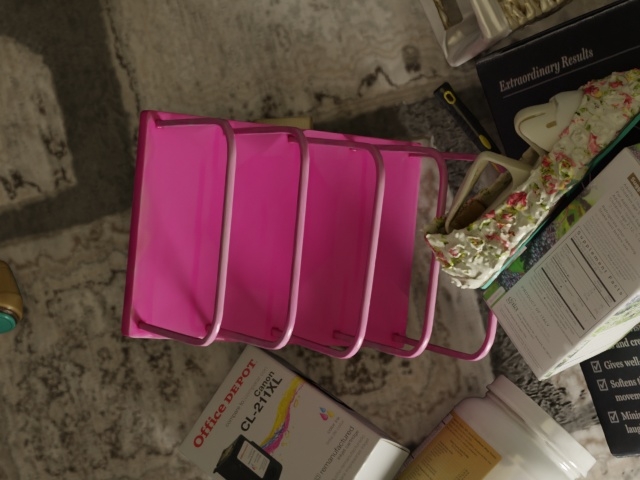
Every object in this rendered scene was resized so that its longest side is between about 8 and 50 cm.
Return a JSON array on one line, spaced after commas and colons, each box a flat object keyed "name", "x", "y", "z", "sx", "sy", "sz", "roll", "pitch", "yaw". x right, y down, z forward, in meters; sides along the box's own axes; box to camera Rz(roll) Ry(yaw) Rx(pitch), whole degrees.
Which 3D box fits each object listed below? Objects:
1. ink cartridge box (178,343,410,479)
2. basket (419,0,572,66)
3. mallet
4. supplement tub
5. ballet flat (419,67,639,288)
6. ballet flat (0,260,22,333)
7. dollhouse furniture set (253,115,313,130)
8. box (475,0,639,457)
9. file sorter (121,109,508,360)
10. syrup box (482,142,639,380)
[{"name": "ink cartridge box", "x": -0.027, "y": 0.196, "z": 1.392, "sx": 0.175, "sy": 0.072, "sz": 0.127, "roll": 33, "pitch": 89, "yaw": 32}, {"name": "basket", "x": 0.160, "y": -0.241, "z": 1.392, "sx": 0.103, "sy": 0.167, "sz": 0.113, "roll": -25, "pitch": 92, "yaw": -7}, {"name": "mallet", "x": 0.169, "y": -0.069, "z": 1.462, "sx": 0.190, "sy": 0.039, "sz": 0.062, "roll": 45, "pitch": 85, "yaw": 1}, {"name": "supplement tub", "x": 0.147, "y": 0.239, "z": 1.409, "sx": 0.144, "sy": 0.144, "sz": 0.199, "roll": 43, "pitch": 89, "yaw": -3}, {"name": "ballet flat", "x": 0.171, "y": -0.059, "z": 1.218, "sx": 0.077, "sy": 0.091, "sz": 0.241, "roll": 37, "pitch": 110, "yaw": -9}, {"name": "ballet flat", "x": -0.400, "y": 0.068, "z": 1.426, "sx": 0.232, "sy": 0.080, "sz": 0.073, "roll": -9, "pitch": 64, "yaw": -5}, {"name": "dollhouse furniture set", "x": -0.081, "y": -0.023, "z": 1.414, "sx": 0.161, "sy": 0.101, "sz": 0.182, "roll": -4, "pitch": 91, "yaw": -3}, {"name": "box", "x": 0.358, "y": -0.034, "z": 1.312, "sx": 0.212, "sy": 0.293, "sz": 0.395, "roll": -21, "pitch": 93, "yaw": -35}, {"name": "file sorter", "x": 0.000, "y": 0.000, "z": 1.325, "sx": 0.291, "sy": 0.182, "sz": 0.202, "roll": 5, "pitch": 91, "yaw": -30}, {"name": "syrup box", "x": 0.243, "y": 0.012, "z": 1.225, "sx": 0.093, "sy": 0.237, "sz": 0.096, "roll": -20, "pitch": 68, "yaw": -35}]
